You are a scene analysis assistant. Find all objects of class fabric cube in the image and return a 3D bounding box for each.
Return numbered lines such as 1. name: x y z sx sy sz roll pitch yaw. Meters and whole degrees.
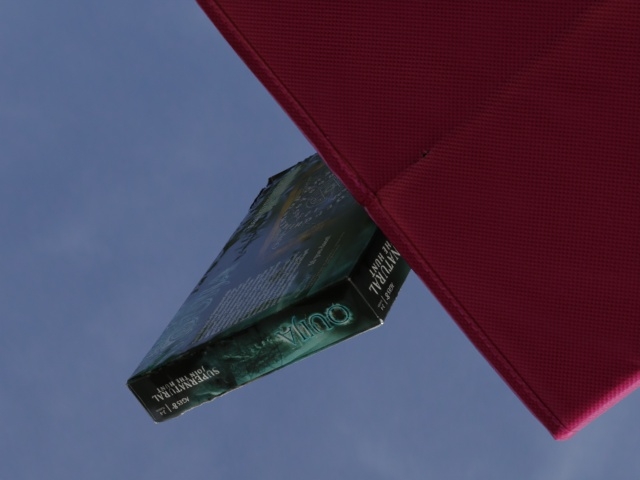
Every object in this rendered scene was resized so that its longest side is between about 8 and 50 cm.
1. fabric cube: 0.150 -0.120 0.803 0.259 0.258 0.254 50 -148 4

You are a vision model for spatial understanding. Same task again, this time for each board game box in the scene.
1. board game box: 0.000 0.000 0.843 0.126 0.026 0.186 -26 -162 33
